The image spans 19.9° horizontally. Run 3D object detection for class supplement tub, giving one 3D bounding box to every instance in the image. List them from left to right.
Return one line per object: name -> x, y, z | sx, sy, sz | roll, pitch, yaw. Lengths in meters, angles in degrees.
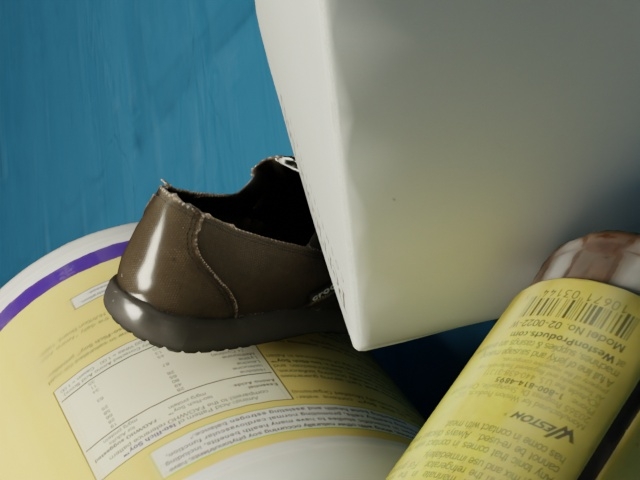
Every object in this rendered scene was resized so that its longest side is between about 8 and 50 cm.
supplement tub -> -0.044, 0.159, 0.890 | 0.331, 0.241, 0.241 | 50, 129, 55

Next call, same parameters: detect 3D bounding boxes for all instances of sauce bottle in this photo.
sauce bottle -> 0.045, 0.144, 0.654 | 0.344, 0.111, 0.111 | -49, 10, -30

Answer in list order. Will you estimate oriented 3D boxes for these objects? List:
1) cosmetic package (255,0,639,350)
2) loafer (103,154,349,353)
cosmetic package -> 0.049, -0.150, 0.690 | 0.385, 0.156, 0.217 | 85, 171, -55
loafer -> 0.000, 0.000, 0.870 | 0.080, 0.220, 0.078 | 32, 118, 37
